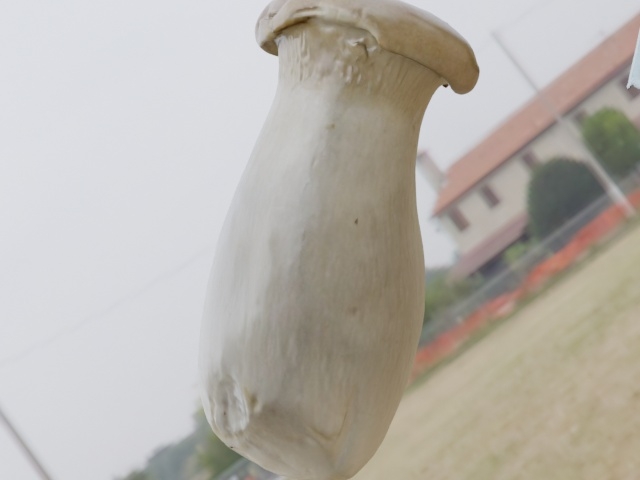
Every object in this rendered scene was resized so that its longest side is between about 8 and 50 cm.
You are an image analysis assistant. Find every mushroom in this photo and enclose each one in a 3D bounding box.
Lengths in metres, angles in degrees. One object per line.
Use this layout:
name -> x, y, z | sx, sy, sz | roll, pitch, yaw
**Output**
mushroom -> 0.001, 0.000, 0.620 | 0.088, 0.212, 0.097 | -2, 19, -26

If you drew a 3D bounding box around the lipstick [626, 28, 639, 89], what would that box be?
lipstick -> 0.201, -0.195, 0.622 | 0.076, 0.289, 0.077 | 6, 14, -15
